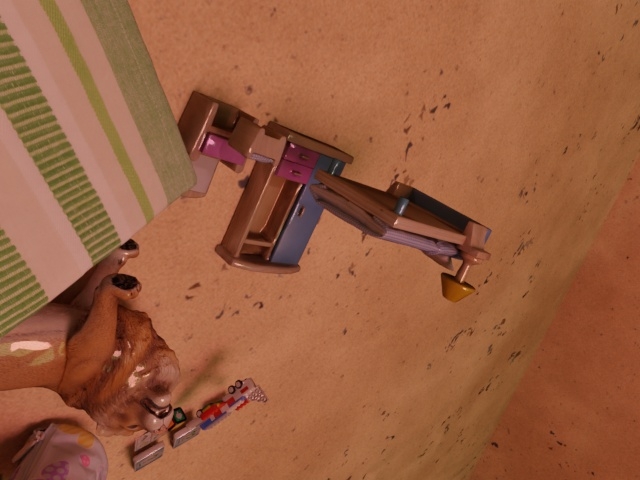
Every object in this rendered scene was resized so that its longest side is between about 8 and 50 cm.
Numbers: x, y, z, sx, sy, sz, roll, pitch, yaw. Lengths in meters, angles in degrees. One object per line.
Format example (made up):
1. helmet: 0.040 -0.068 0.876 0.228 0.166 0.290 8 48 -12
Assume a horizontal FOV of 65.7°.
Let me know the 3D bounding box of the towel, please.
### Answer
1. towel: -0.246 -0.067 0.385 0.325 0.038 0.248 -52 140 -41

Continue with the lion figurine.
1. lion figurine: -0.323 0.113 0.513 0.392 0.142 0.240 12 117 -34

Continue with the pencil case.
1. pencil case: -0.318 0.317 0.540 0.113 0.273 0.124 -3 101 -11

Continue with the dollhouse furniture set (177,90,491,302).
1. dollhouse furniture set: 0.000 0.000 0.594 0.286 0.303 0.198 9 110 -48

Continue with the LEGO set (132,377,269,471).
1. LEGO set: -0.187 0.288 0.752 0.182 0.060 0.244 -23 157 -33
